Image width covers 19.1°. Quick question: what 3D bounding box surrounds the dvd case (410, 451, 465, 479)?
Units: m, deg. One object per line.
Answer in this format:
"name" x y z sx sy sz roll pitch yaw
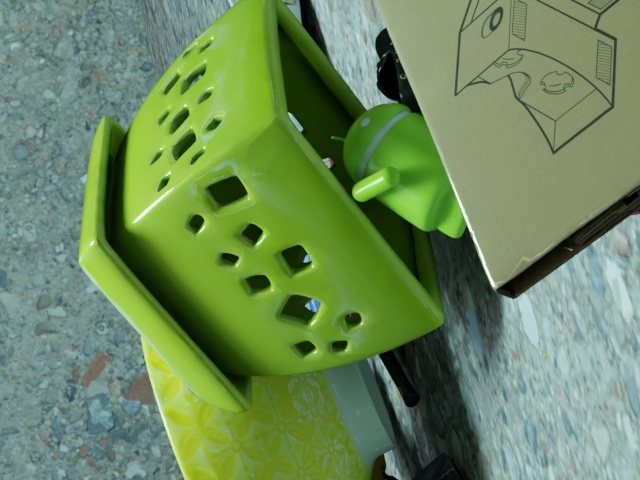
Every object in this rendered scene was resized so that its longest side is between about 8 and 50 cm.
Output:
"dvd case" 0.050 0.294 1.624 0.018 0.221 0.164 46 -174 -28

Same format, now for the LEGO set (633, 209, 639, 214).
"LEGO set" 0.114 -0.100 1.006 0.227 0.093 0.087 -116 16 -54

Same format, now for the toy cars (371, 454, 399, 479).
"toy cars" -0.042 0.122 1.921 0.394 0.087 0.176 59 -161 11

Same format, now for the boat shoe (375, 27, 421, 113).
"boat shoe" 0.061 -0.132 1.441 0.133 0.042 0.049 -119 16 -62

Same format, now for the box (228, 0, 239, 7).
"box" -0.049 -0.316 1.583 0.181 0.119 0.182 -117 16 -56

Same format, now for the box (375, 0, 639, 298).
"box" 0.113 -0.097 0.922 0.164 0.021 0.201 -39 55 30

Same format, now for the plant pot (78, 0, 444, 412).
"plant pot" -0.057 -0.021 1.463 0.227 0.207 0.228 50 -162 -28

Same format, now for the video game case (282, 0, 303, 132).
"video game case" -0.042 -0.143 1.903 0.227 0.026 0.206 106 160 -62

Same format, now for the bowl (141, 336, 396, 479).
"bowl" -0.027 0.152 1.639 0.289 0.156 0.289 -23 -90 -85

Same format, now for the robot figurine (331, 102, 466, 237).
"robot figurine" 0.065 -0.052 1.348 0.115 0.101 0.067 36 139 18

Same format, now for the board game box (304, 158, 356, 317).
"board game box" 0.000 0.000 1.827 0.145 0.027 0.281 105 162 -61

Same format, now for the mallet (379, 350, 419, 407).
"mallet" 0.052 0.095 1.837 0.062 0.039 0.190 92 158 -50
